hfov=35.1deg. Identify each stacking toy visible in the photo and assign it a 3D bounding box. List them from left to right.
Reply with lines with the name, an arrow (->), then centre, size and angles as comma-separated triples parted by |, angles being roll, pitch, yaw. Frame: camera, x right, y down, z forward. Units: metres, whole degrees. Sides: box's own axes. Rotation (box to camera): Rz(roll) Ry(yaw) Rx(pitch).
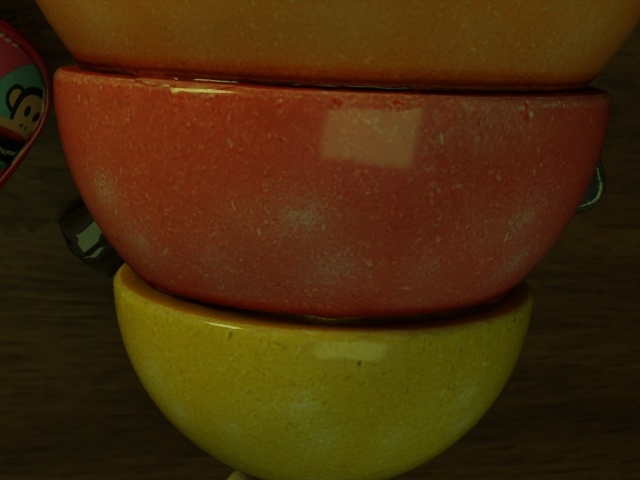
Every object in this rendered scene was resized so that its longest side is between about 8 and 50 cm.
stacking toy -> 0.000, 0.000, 0.503 | 0.350, 0.350, 0.480 | 0, 100, -17

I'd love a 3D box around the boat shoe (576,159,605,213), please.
boat shoe -> 0.143, -0.083, 0.714 | 0.075, 0.065, 0.206 | -43, 117, 4

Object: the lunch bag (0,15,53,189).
lunch bag -> -0.320, -0.074, 0.524 | 0.258, 0.120, 0.293 | -51, 131, 3

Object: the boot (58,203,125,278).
boot -> -0.137, -0.039, 0.669 | 0.114, 0.037, 0.106 | -36, 115, 5
